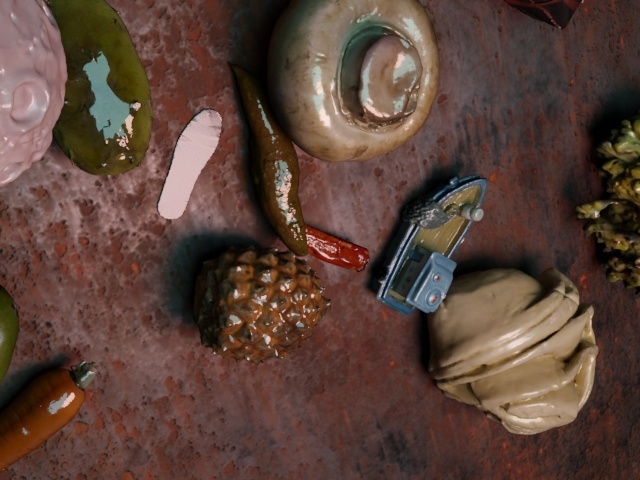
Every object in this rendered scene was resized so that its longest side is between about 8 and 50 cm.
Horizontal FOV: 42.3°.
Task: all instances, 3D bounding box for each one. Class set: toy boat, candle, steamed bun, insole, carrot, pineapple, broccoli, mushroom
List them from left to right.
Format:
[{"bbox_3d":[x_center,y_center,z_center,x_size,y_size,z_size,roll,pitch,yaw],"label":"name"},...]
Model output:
[{"bbox_3d":[-0.406,0.260,1.009,0.336,0.069,0.069,-40,121,-6],"label":"carrot"},{"bbox_3d":[-0.167,-0.097,1.057,0.053,0.002,0.153,18,96,-33],"label":"insole"},{"bbox_3d":[-0.067,0.085,1.087,0.193,0.166,0.166,5,103,-30],"label":"pineapple"},{"bbox_3d":[0.000,0.000,1.156,0.162,0.053,0.048,22,125,-27],"label":"candle"},{"bbox_3d":[0.049,-0.218,1.039,0.255,0.184,0.255,-4,100,-22],"label":"mushroom"},{"bbox_3d":[0.174,0.003,1.230,0.109,0.098,0.238,31,89,-36],"label":"toy boat"},{"bbox_3d":[0.320,0.172,1.305,0.276,0.203,0.289,-31,118,-17],"label":"steamed bun"},{"bbox_3d":[0.590,-0.068,1.382,0.324,0.272,0.334,10,112,8],"label":"broccoli"}]

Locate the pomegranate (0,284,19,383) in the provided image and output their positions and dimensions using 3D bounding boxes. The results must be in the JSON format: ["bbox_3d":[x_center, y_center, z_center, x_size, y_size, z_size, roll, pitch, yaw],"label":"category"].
[{"bbox_3d":[-0.417,0.113,0.866,0.179,0.210,0.179,-2,110,-4],"label":"pomegranate"}]

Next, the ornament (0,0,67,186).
[{"bbox_3d":[-0.358,-0.165,0.774,0.225,0.259,0.259,-14,112,-22],"label":"ornament"}]

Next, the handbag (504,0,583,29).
[{"bbox_3d":[0.294,-0.408,1.133,0.215,0.155,0.169,24,107,-34],"label":"handbag"}]

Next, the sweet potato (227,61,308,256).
[{"bbox_3d":[-0.062,-0.104,1.079,0.067,0.067,0.274,-22,105,-22],"label":"sweet potato"}]

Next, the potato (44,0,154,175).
[{"bbox_3d":[-0.255,-0.181,0.928,0.117,0.090,0.225,-16,107,-18],"label":"potato"}]
